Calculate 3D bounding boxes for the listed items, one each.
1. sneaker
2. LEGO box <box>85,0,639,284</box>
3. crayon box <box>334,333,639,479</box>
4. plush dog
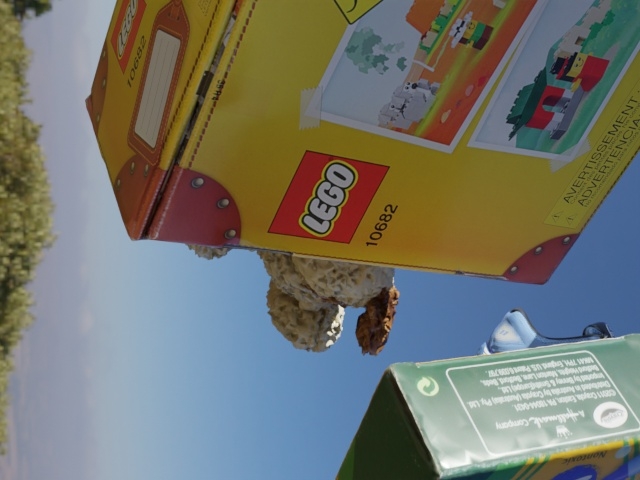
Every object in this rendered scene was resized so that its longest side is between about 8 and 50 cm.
[{"bbox_3d":[0.362,0.182,1.070,0.147,0.330,0.130,-63,160,-5],"label":"sneaker"},{"bbox_3d":[0.102,-0.225,0.566,0.500,0.372,0.193,-62,-143,28],"label":"LEGO box"},{"bbox_3d":[0.103,0.211,0.611,0.323,0.203,0.083,109,-32,-40],"label":"crayon box"},{"bbox_3d":[0.000,0.000,0.900,0.262,0.210,0.225,47,-5,-26],"label":"plush dog"}]
